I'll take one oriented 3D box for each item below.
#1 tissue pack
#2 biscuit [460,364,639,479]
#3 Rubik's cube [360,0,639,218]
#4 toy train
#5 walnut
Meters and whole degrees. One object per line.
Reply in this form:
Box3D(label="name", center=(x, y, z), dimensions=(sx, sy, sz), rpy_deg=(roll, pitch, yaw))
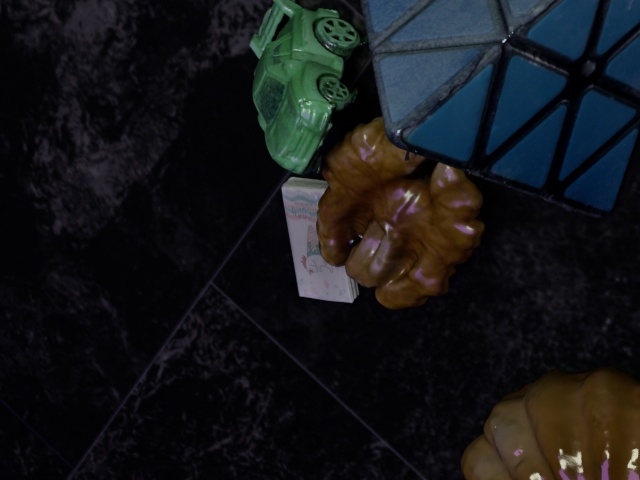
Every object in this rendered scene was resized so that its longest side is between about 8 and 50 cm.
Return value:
Box3D(label="tissue pack", center=(0.000, 0.000, 1.599), dimensions=(0.056, 0.023, 0.108), rpy_deg=(7, 121, 31))
Box3D(label="biscuit", center=(0.254, 0.259, 1.537), dimensions=(0.325, 0.107, 0.326), rpy_deg=(14, 120, 25))
Box3D(label="Rubik's cube", center=(0.140, -0.147, 1.338), dimensions=(0.229, 0.228, 0.233), rpy_deg=(151, 124, -77))
Box3D(label="toy train", center=(-0.018, -0.125, 1.479), dimensions=(0.081, 0.149, 0.099), rpy_deg=(20, 132, -10))
Box3D(label="walnut", center=(0.066, -0.028, 1.509), dimensions=(0.143, 0.069, 0.170), rpy_deg=(39, 133, 8))
